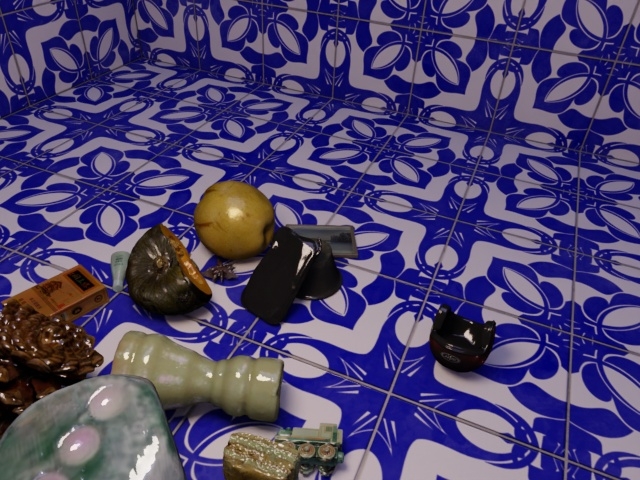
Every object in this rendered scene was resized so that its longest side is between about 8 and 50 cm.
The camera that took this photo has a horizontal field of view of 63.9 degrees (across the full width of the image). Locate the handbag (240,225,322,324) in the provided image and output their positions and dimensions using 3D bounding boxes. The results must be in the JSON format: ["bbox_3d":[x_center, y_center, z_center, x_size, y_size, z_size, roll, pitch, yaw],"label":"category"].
[{"bbox_3d":[-0.133,0.111,1.758,0.191,0.075,0.332,27,86,29],"label":"handbag"}]

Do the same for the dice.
[{"bbox_3d":[-0.474,0.516,1.115,0.327,0.331,0.348,-18,44,-21],"label":"dice"}]

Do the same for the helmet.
[{"bbox_3d":[0.433,0.305,1.585,0.189,0.193,0.216,20,29,24],"label":"helmet"}]

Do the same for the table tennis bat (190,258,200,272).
[{"bbox_3d":[-0.509,0.142,1.866,0.173,0.023,0.301,-27,45,-31],"label":"table tennis bat"}]

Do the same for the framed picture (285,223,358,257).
[{"bbox_3d":[0.000,0.000,2.088,0.288,0.016,0.213,1,36,-3],"label":"framed picture"}]

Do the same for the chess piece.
[{"bbox_3d":[-0.325,0.385,1.411,0.441,0.234,0.234,8,37,-2],"label":"chess piece"}]

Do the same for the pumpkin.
[{"bbox_3d":[-0.531,0.123,1.696,0.232,0.242,0.325,-37,65,-5],"label":"pumpkin"}]

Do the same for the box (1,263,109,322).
[{"bbox_3d":[-0.878,0.203,1.712,0.174,0.076,0.274,31,45,29],"label":"box"}]

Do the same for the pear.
[{"bbox_3d":[-0.323,-0.076,1.940,0.313,0.315,0.314,2,37,-2],"label":"pear"}]

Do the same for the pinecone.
[{"bbox_3d":[-0.779,0.370,1.323,0.383,0.385,0.385,2,37,-2],"label":"pinecone"}]

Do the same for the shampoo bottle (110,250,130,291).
[{"bbox_3d":[-0.733,0.112,1.869,0.069,0.041,0.191,-2,38,-15],"label":"shampoo bottle"}]

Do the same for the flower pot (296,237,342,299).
[{"bbox_3d":[-0.032,0.088,1.870,0.235,0.148,0.235,2,39,-2],"label":"flower pot"}]

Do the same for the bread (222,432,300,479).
[{"bbox_3d":[-0.151,0.562,1.254,0.196,0.138,0.102,16,29,16],"label":"bread"}]

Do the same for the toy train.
[{"bbox_3d":[-0.033,0.540,1.345,0.193,0.081,0.125,3,27,4],"label":"toy train"}]

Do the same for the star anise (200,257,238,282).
[{"bbox_3d":[-0.353,0.115,1.882,0.129,0.056,0.124,21,40,22],"label":"star anise"}]
